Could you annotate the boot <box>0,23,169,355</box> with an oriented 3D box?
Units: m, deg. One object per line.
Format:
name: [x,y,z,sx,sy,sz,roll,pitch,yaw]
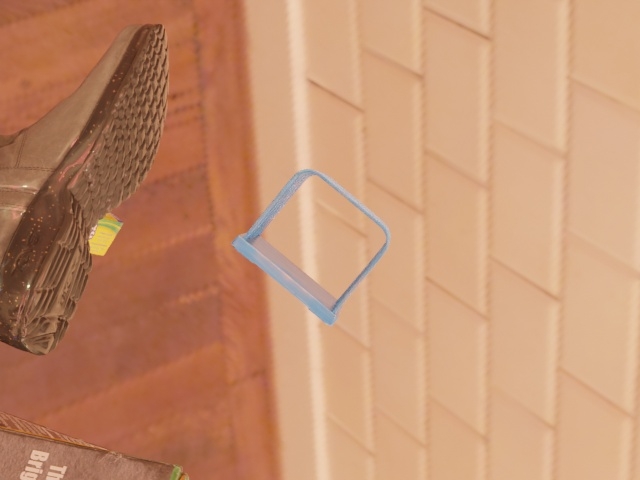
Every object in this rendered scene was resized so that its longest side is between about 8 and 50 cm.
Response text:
boot: [-0.197,-0.051,0.954,0.083,0.161,0.246,86,22,-53]

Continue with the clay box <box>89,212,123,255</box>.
clay box: [-0.325,-0.046,1.779,0.053,0.127,0.222,-57,160,5]

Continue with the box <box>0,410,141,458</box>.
box: [-0.232,0.241,1.177,0.294,0.296,0.182,23,90,-23]

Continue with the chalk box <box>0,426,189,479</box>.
chalk box: [-0.129,0.175,0.708,0.132,0.213,0.132,95,10,-49]

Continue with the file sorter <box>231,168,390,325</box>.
file sorter: [0.000,0.000,1.530,0.104,0.118,0.170,-50,179,2]
